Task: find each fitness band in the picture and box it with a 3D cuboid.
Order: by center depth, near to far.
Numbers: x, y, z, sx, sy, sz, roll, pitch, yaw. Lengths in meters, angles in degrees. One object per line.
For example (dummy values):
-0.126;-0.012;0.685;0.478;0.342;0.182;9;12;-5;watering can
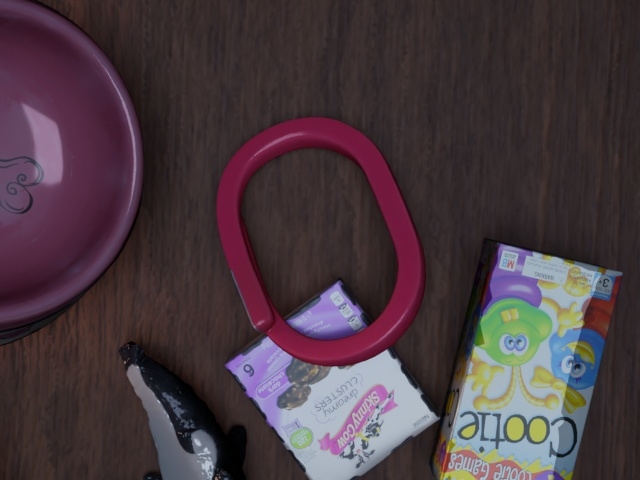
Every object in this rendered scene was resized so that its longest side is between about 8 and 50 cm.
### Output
0.000;0.000;1.564;0.209;0.054;0.291;-22;68;3;fitness band

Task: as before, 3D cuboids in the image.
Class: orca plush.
-0.139;0.237;1.621;0.287;0.102;0.151;57;137;8;orca plush

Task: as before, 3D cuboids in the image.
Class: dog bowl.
-0.367;-0.082;1.477;0.408;0.150;0.408;0;89;-27;dog bowl

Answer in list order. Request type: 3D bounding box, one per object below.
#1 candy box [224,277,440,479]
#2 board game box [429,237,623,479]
0.015;0.168;1.605;0.165;0.070;0.196;-37;91;1;candy box
0.225;0.149;1.567;0.144;0.142;0.275;13;92;0;board game box
